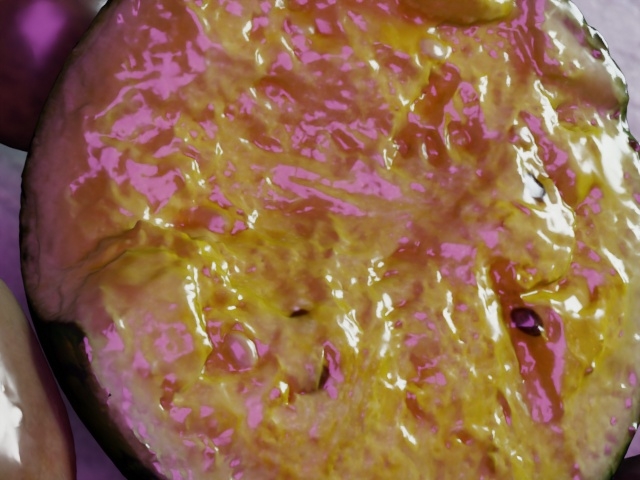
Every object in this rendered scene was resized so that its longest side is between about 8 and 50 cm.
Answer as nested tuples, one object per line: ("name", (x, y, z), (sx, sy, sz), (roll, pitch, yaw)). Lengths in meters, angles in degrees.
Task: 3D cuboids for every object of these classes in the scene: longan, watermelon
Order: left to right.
("longan", (-0.138, -0.096, 0.954), (0.113, 0.092, 0.113), (10, 71, -29))
("watermelon", (0.000, 0.000, 0.927), (0.330, 0.189, 0.331), (2, 86, -30))

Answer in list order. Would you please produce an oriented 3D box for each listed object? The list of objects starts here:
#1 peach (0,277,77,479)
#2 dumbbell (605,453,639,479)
("peach", (-0.241, 0.101, 0.779), (0.292, 0.247, 0.292), (6, 73, -21))
("dumbbell", (0.231, 0.122, 0.975), (0.225, 0.140, 0.124), (-34, 93, -34))
